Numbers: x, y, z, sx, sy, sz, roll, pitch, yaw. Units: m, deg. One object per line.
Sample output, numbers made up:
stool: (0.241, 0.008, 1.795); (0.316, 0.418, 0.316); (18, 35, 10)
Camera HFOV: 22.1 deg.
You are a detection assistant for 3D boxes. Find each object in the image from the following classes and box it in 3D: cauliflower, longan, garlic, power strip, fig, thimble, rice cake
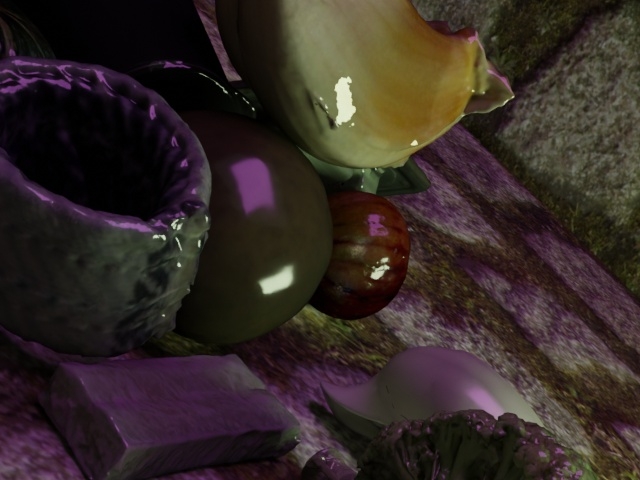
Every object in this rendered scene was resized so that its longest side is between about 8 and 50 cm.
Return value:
cauliflower: (0.123, 0.283, 1.328); (0.275, 0.250, 0.272); (-4, -78, 66)
longan: (-0.104, -0.012, 1.575); (0.248, 0.248, 0.248); (35, 16, -12)
garlic: (0.015, -0.203, 1.658); (0.313, 0.249, 0.286); (17, 41, -39)
power strip: (-0.035, -0.099, 1.964); (0.251, 0.092, 0.257); (3, -27, 38)
fig: (0.018, 0.020, 1.886); (0.202, 0.148, 0.149); (-19, 49, -39)
thimble: (-0.209, -0.028, 1.375); (0.245, 0.157, 0.217); (39, 40, 24)
rice cake: (-0.121, 0.145, 1.388); (0.106, 0.050, 0.298); (45, 18, 22)

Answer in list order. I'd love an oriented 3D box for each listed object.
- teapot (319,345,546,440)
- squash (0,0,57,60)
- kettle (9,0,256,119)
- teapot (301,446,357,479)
teapot: (0.145, 0.216, 1.620); (0.300, 0.165, 0.208); (53, -20, 24)
squash: (-0.360, -0.166, 1.515); (0.252, 0.165, 0.252); (35, 13, -10)
kettle: (-0.238, -0.203, 1.752); (0.262, 0.203, 0.308); (15, 30, -34)
teapot: (0.016, 0.221, 1.474); (0.083, 0.057, 0.067); (42, -11, 41)
